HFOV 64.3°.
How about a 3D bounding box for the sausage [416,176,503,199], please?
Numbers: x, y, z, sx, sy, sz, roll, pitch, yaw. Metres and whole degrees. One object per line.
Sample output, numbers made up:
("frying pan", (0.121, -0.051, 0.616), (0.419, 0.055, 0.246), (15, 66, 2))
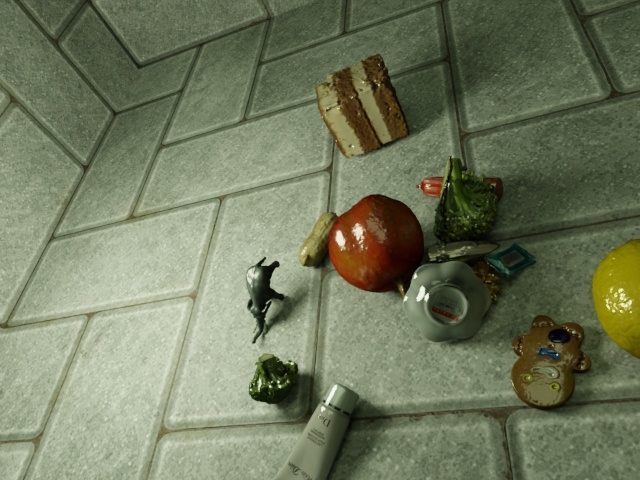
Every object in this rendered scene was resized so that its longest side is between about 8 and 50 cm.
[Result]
("sausage", (0.440, -0.171, 1.640), (0.274, 0.074, 0.074), (7, 57, 33))

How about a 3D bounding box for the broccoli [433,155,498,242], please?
("broccoli", (0.437, -0.116, 1.490), (0.181, 0.272, 0.242), (10, 39, 7))

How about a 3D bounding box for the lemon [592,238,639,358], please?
("lemon", (0.733, 0.125, 1.113), (0.245, 0.245, 0.319), (-14, 45, 18))

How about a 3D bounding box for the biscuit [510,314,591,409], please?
("biscuit", (0.546, 0.290, 1.222), (0.180, 0.039, 0.236), (11, 61, 33))

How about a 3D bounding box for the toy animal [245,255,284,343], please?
("toy animal", (-0.184, 0.186, 1.645), (0.082, 0.137, 0.269), (2, 95, 27))

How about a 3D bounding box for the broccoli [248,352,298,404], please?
("broccoli", (-0.137, 0.391, 1.446), (0.146, 0.137, 0.162), (-11, 11, 14))

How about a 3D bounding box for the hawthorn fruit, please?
("hawthorn fruit", (0.176, 0.038, 1.479), (0.287, 0.287, 0.330), (-29, 57, 4))

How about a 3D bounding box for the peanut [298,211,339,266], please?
("peanut", (0.000, 0.000, 1.720), (0.100, 0.099, 0.214), (16, 66, 37))

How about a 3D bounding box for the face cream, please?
("face cream", (-0.002, 0.520, 1.301), (0.143, 0.089, 0.314), (17, 74, 38))

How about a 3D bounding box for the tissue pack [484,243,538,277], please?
("tissue pack", (0.526, 0.056, 1.412), (0.138, 0.027, 0.085), (-22, 48, -23))

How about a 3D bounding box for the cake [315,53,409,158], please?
("cake", (0.160, -0.506, 1.946), (0.290, 0.282, 0.255), (-23, 39, 15))

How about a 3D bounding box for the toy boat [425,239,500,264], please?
("toy boat", (0.398, 0.032, 1.431), (0.210, 0.066, 0.084), (-11, 49, 11))

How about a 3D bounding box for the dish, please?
("dish", (0.328, 0.164, 1.322), (0.230, 0.081, 0.229), (1, 95, 11))

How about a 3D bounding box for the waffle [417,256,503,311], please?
("waffle", (0.385, 0.123, 1.438), (0.229, 0.051, 0.231), (-24, 46, 8))
